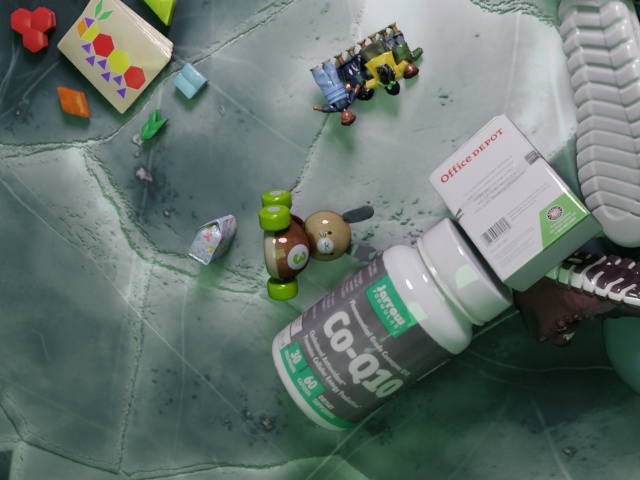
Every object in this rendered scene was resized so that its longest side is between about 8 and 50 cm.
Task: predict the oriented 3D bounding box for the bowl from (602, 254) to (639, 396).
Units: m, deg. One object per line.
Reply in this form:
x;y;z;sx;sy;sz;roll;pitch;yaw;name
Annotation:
0.602;0.156;1.221;0.312;0.163;0.311;3;103;12;bowl

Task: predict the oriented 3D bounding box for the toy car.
0.000;0.000;1.342;0.189;0.149;0.155;-5;114;2;toy car

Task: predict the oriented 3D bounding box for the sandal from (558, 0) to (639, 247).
0.466;-0.196;1.201;0.102;0.169;0.416;-16;100;-25;sandal

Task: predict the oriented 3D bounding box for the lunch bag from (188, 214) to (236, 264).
-0.186;-0.007;1.410;0.053;0.071;0.083;34;109;8;lunch bag

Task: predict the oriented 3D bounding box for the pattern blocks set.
-0.361;-0.334;1.400;0.285;0.026;0.324;-35;93;17;pattern blocks set

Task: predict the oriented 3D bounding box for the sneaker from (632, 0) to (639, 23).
0.511;-0.334;1.124;0.080;0.211;0.081;-25;108;-6;sneaker

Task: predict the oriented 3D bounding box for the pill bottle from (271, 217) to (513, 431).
0.115;0.135;1.304;0.361;0.204;0.204;-39;92;17;pill bottle

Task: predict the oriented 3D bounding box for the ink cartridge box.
0.294;-0.059;1.230;0.160;0.093;0.219;-41;58;18;ink cartridge box

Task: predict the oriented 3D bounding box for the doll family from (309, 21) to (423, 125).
0.074;-0.264;1.298;0.193;0.076;0.111;-25;100;21;doll family

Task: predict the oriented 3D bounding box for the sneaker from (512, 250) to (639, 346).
0.419;0.107;1.252;0.281;0.106;0.162;22;125;46;sneaker
